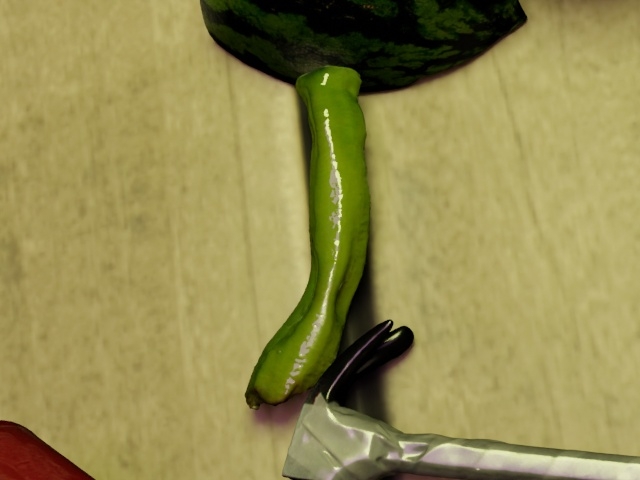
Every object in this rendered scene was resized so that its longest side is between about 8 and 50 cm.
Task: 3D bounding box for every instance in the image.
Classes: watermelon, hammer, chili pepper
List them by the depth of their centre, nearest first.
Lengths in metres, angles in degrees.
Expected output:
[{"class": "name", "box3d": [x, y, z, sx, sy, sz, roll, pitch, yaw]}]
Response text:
[{"class": "hammer", "box3d": [0.186, 0.136, 1.016, 0.426, 0.044, 0.152, 6, 75, 17]}, {"class": "chili pepper", "box3d": [0.000, 0.000, 1.101, 0.050, 0.052, 0.202, 13, 80, -26]}, {"class": "watermelon", "box3d": [0.004, -0.155, 1.119, 0.145, 0.137, 0.193, -43, 110, 0]}]

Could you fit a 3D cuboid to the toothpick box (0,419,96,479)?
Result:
[{"class": "toothpick box", "box3d": [-0.090, 0.262, 0.970, 0.333, 0.204, 0.204, 32, 85, 21]}]
